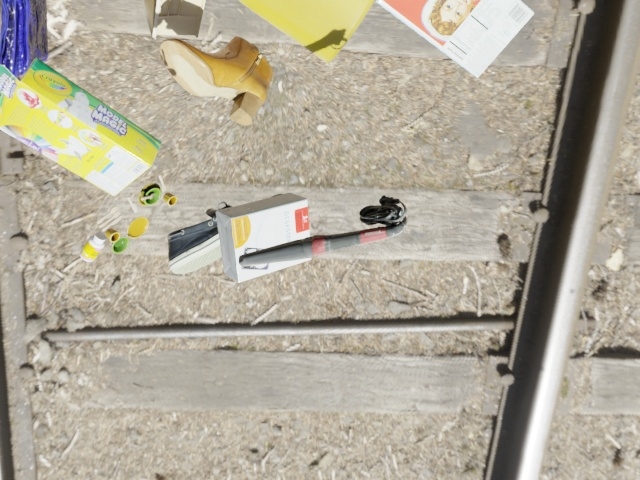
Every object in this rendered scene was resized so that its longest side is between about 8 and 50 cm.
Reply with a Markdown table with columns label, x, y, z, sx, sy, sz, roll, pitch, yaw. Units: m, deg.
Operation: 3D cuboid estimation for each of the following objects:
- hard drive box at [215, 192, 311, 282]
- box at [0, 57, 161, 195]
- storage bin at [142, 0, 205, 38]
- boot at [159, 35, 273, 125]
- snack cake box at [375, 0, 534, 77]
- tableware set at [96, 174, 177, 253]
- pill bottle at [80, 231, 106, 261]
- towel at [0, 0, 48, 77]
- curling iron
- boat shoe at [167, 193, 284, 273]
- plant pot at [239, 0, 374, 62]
| label | x | y | z | sx | sy | sz | roll | pitch | yaw |
| --- | --- | --- | --- | --- | --- | --- | --- | --- | --- |
| hard drive box | -0.147 | -0.012 | 1.559 | 0.232 | 0.089 | 0.181 | -18 | 115 | -32 |
| box | -0.285 | -0.128 | 0.659 | 0.179 | 0.043 | 0.105 | 33 | 142 | -31 |
| storage bin | -0.376 | -0.699 | 1.472 | 0.123 | 0.262 | 0.260 | -6 | 150 | -26 |
| boot | -0.247 | -0.443 | 1.448 | 0.104 | 0.211 | 0.295 | -19 | 136 | 39 |
| snack cake box | 0.235 | -0.435 | 1.056 | 0.264 | 0.089 | 0.152 | 26 | 121 | -29 |
| tableware set | -0.333 | -0.044 | 1.082 | 0.154 | 0.024 | 0.104 | -43 | 152 | -23 |
| pill bottle | -0.603 | 0.016 | 1.554 | 0.043 | 0.043 | 0.083 | 36 | 117 | -13 |
| towel | -0.720 | -0.526 | 1.436 | 0.076 | 0.308 | 0.228 | 7 | 111 | -20 |
| curling iron | 0.000 | 0.000 | 0.824 | 0.273 | 0.068 | 0.035 | -19 | 122 | 25 |
| boat shoe | -0.316 | -0.051 | 1.984 | 0.499 | 0.187 | 0.156 | -26 | 73 | 14 |
| plant pot | 0.008 | -0.487 | 1.015 | 0.212 | 0.212 | 0.187 | 27 | 147 | -31 |
